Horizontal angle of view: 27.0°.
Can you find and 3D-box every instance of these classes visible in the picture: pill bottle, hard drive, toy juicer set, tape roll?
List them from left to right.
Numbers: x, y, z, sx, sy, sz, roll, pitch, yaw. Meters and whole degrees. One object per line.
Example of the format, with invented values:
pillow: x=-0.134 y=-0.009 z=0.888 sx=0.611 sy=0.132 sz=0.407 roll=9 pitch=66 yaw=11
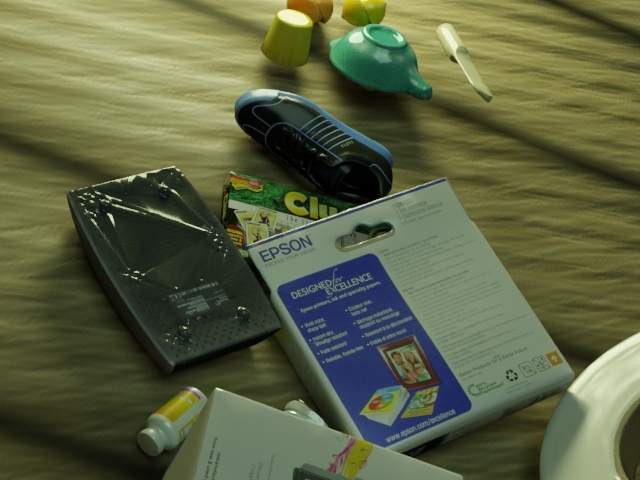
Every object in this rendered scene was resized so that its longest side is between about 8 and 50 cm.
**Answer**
hard drive: x=-0.177 y=0.034 z=1.553 sx=0.172 sy=0.054 sz=0.255 roll=-17 pitch=62 yaw=-37
pill bottle: x=-0.159 y=0.196 z=1.433 sx=0.043 sy=0.043 sz=0.083 roll=41 pitch=46 yaw=10
toy juicer set: x=0.086 y=-0.276 z=1.938 sx=0.329 sy=0.089 sz=0.209 roll=16 pitch=34 yaw=-3
tape roll: x=0.440 y=0.242 z=1.504 sx=0.072 sy=0.392 sz=0.392 roll=60 pitch=32 yaw=-36

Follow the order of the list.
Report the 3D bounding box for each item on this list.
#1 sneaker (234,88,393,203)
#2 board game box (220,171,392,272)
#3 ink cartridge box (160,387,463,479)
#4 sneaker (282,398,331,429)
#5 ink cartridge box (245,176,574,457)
sneaker: x=-0.009 y=-0.120 z=1.747 sx=0.232 sy=0.081 sz=0.090 roll=23 pitch=34 yaw=-10
board game box: x=0.000 y=0.000 z=1.692 sx=0.259 sy=0.030 sz=0.136 roll=14 pitch=46 yaw=-17
ink cartridge box: x=-0.026 y=0.311 z=1.295 sx=0.270 sy=0.198 sz=0.197 roll=21 pitch=45 yaw=-11
sneaker: x=0.007 y=0.261 z=1.458 sx=0.178 sy=0.072 sz=0.077 roll=37 pitch=57 yaw=17
ink cartridge box: x=0.102 y=0.098 z=1.609 sx=0.303 sy=0.072 sz=0.307 roll=-19 pitch=62 yaw=-26
